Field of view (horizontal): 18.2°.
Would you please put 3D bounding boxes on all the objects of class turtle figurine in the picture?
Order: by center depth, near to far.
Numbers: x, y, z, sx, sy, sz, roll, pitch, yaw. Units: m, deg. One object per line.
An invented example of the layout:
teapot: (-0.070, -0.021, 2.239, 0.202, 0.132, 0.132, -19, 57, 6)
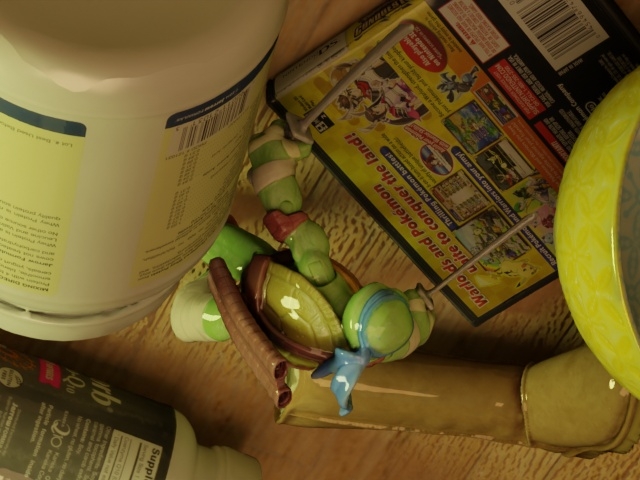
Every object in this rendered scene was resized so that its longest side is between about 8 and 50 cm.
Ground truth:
turtle figurine: (0.000, 0.000, 1.504, 0.266, 0.275, 0.198, 5, 166, 44)

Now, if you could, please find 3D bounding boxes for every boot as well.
boot: (0.109, 0.117, 1.578, 0.269, 0.089, 0.236, 8, 157, -7)

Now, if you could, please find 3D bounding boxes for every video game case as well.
video game case: (0.138, -0.087, 1.520, 0.248, 0.035, 0.275, -33, 120, 20)

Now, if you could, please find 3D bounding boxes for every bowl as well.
bowl: (0.262, -0.007, 1.442, 0.289, 0.289, 0.156, 48, 155, -27)

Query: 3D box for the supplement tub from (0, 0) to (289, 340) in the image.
supplement tub: (-0.158, -0.098, 1.308, 0.235, 0.235, 0.325, 10, 146, -7)

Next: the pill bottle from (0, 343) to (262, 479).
pill bottle: (-0.199, 0.193, 1.635, 0.278, 0.162, 0.162, 22, 122, -16)
